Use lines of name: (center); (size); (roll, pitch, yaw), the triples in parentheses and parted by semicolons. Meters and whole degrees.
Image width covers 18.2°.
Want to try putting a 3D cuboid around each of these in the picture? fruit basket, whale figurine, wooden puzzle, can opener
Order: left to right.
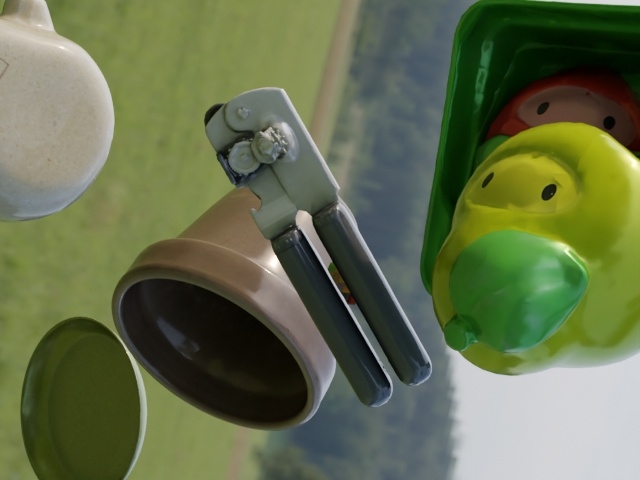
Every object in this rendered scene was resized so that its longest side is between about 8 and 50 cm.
whale figurine: (-0.315, -0.131, 1.755); (0.141, 0.272, 0.216); (-11, -133, 59)
can opener: (0.000, 0.000, 1.621); (0.280, 0.074, 0.093); (60, 6, 1)
wooden puzzle: (0.025, 0.038, 1.969); (0.006, 0.083, 0.049); (39, 67, -44)
fruit basket: (0.217, -0.036, 1.455); (0.392, 0.392, 0.282); (177, -79, -89)

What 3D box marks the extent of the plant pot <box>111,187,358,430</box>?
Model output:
plant pot: (-0.068, 0.048, 2.244); (0.229, 0.263, 0.263); (-57, 170, -34)

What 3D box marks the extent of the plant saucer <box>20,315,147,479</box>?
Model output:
plant saucer: (-0.293, 0.216, 2.530); (0.037, 0.241, 0.241); (3, 106, -46)
